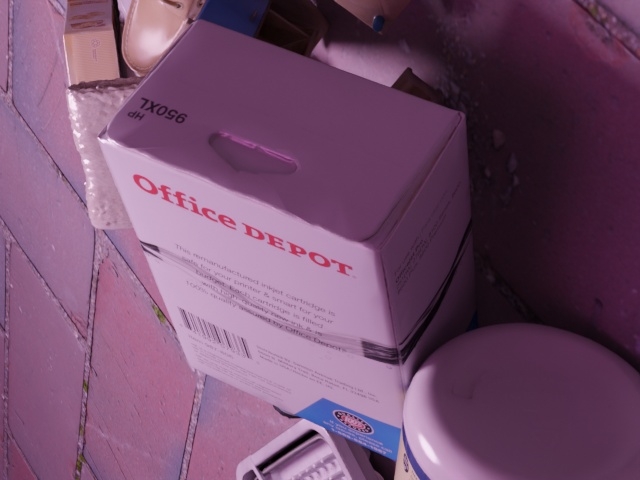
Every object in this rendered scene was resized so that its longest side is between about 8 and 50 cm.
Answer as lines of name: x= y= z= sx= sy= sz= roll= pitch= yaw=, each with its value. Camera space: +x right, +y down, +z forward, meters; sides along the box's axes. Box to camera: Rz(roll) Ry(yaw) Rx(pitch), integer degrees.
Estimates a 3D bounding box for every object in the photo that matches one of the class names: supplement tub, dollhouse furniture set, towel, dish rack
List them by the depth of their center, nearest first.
supplement tub: x=0.180 y=0.266 z=1.239 sx=0.235 sy=0.235 sz=0.325 roll=42 pitch=141 yaw=39
dollhouse furniture set: x=0.039 y=-0.265 z=1.297 sx=0.286 sy=0.198 sz=0.303 roll=32 pitch=121 yaw=-11
towel: x=-0.141 y=-0.109 z=1.522 sx=0.049 sy=0.282 sz=0.187 roll=-88 pitch=-7 yaw=-60
dish rack: x=0.020 y=0.380 z=1.737 sx=0.285 sy=0.072 sz=0.333 roll=63 pitch=150 yaw=11

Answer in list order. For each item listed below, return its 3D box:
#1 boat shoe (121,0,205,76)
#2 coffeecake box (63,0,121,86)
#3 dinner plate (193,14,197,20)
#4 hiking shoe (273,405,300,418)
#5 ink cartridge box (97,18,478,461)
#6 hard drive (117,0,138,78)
boat shoe: x=-0.156 y=-0.306 z=1.462 sx=0.109 sy=0.098 sz=0.302 roll=40 pitch=119 yaw=14
coffeecake box: x=-0.308 y=-0.243 z=1.806 sx=0.185 sy=0.068 sz=0.142 roll=-109 pitch=14 yaw=-63
dinner plate: x=-0.113 y=-0.233 z=1.502 sx=0.017 sy=0.141 sz=0.141 roll=46 pitch=145 yaw=12
hiking shoe: x=-0.062 y=0.071 z=1.658 sx=0.304 sy=0.113 sz=0.132 roll=54 pitch=143 yaw=6
ink cartridge box: x=-0.011 y=0.013 z=1.261 sx=0.285 sy=0.166 sz=0.395 roll=22 pitch=151 yaw=22
hard drive: x=-0.176 y=-0.238 z=1.680 sx=0.237 sy=0.064 sz=0.339 roll=38 pitch=138 yaw=41
